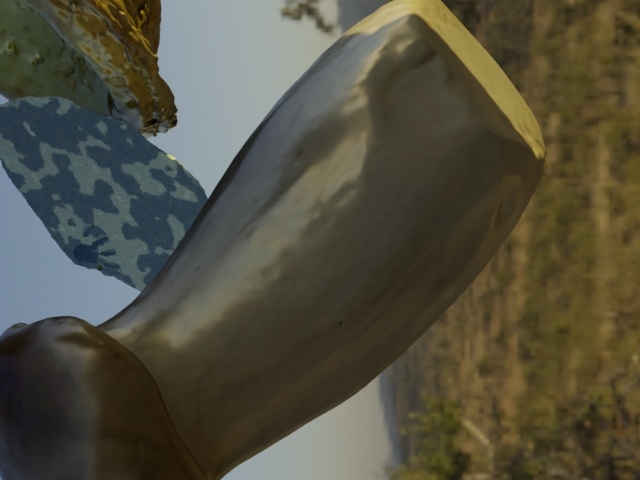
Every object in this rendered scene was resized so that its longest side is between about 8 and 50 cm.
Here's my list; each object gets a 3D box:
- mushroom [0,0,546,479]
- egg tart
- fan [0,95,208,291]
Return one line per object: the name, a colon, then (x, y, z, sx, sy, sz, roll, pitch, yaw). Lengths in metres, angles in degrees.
mushroom: (0.000, 0.000, 0.611, 0.350, 0.128, 0.128, -43, -35, -36)
egg tart: (-0.218, -0.192, 1.021, 0.120, 0.315, 0.315, -56, -14, -17)
fan: (-0.144, -0.023, 0.991, 0.131, 0.240, 0.009, -48, 3, 36)
